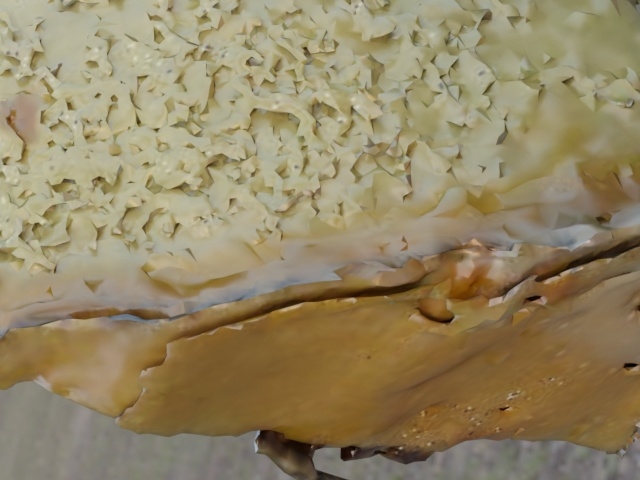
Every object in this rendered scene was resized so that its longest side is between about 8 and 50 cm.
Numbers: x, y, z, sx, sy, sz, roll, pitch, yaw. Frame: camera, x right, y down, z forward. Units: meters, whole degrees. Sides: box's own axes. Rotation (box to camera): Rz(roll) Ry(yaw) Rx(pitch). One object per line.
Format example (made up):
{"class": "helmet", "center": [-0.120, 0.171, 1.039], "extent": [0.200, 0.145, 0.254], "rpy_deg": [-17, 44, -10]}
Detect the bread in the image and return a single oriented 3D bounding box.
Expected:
{"class": "bread", "center": [0.000, 0.000, 0.807], "extent": [0.279, 0.315, 0.248], "rpy_deg": [82, 172, -60]}
